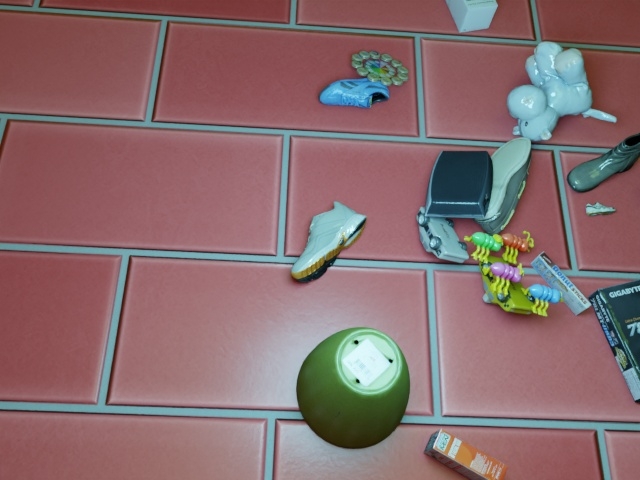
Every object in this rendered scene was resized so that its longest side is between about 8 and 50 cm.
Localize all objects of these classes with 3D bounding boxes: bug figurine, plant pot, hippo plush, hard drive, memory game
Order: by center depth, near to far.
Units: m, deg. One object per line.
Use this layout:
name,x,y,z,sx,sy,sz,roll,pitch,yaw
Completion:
plant pot,0.088,0.305,1.378,0.275,0.293,0.275,2,66,-4
bug figurine,0.486,0.057,1.559,0.216,0.072,0.279,14,37,-23
hard drive,0.375,-0.159,1.675,0.172,0.054,0.255,3,43,19
hippo plush,0.651,-0.405,1.822,0.236,0.234,0.294,-41,117,-2
memory game,0.182,-0.524,1.875,0.186,0.012,0.186,10,44,-9

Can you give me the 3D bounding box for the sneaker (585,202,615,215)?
sneaker,0.792,-0.092,1.753,0.083,0.032,0.037,-2,66,-6

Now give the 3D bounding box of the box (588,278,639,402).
box,0.888,0.237,1.593,0.295,0.073,0.293,-10,68,-10

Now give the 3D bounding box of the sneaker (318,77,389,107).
sneaker,0.102,-0.427,1.827,0.209,0.069,0.082,-11,57,-11

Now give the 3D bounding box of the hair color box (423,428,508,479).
hair color box,0.330,0.500,1.419,0.167,0.093,0.053,27,66,7

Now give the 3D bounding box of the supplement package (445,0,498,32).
supplement package,0.479,-0.779,1.998,0.105,0.105,0.179,-11,68,-9

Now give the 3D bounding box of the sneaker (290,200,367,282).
sneaker,0.000,0.000,1.628,0.121,0.099,0.262,37,61,20

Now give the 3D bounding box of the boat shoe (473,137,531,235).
boat shoe,0.515,-0.155,1.726,0.116,0.097,0.324,-2,46,45

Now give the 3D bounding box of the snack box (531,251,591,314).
snack box,0.630,0.113,1.631,0.022,0.064,0.178,-32,72,-15

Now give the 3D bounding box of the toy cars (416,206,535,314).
toy cars,0.388,0.065,1.619,0.393,0.087,0.176,40,34,15

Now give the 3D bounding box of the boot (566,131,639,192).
boot,0.822,-0.236,1.749,0.246,0.161,0.083,-24,69,-14
